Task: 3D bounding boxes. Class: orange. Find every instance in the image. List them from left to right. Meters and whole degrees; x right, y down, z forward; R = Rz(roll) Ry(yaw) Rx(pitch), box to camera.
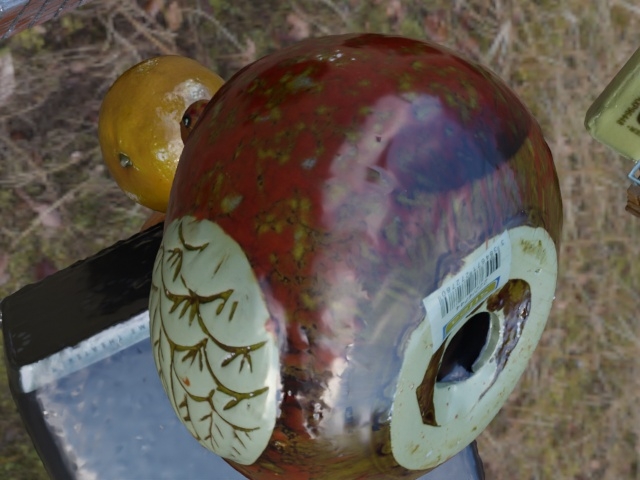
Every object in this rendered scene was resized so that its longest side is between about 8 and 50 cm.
[{"bbox_3d":[-0.142,-0.097,0.983,0.124,0.156,0.156,-32,118,-46],"label":"orange"}]

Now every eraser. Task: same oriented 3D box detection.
[{"bbox_3d":[0.435,-0.182,1.337,0.172,0.117,0.058,-57,-176,47],"label":"eraser"}]

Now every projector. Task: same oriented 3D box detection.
[{"bbox_3d":[-0.074,0.178,1.070,0.395,0.242,0.405,-27,114,-12],"label":"projector"}]

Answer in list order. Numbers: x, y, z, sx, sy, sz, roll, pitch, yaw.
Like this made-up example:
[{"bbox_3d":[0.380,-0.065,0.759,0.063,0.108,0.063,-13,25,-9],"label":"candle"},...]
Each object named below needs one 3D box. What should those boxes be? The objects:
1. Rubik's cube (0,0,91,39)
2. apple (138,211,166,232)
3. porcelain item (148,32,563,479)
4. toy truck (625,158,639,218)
[{"bbox_3d":[-0.450,-0.452,1.516,0.237,0.238,0.237,-34,99,-27],"label":"Rubik's cube"},{"bbox_3d":[-0.135,0.056,1.407,0.253,0.254,0.253,-4,95,-59],"label":"apple"},{"bbox_3d":[0.000,0.000,0.554,0.253,0.253,0.252,-4,95,-59],"label":"porcelain item"},{"bbox_3d":[0.332,-0.091,0.859,0.177,0.080,0.115,-54,153,-1],"label":"toy truck"}]
